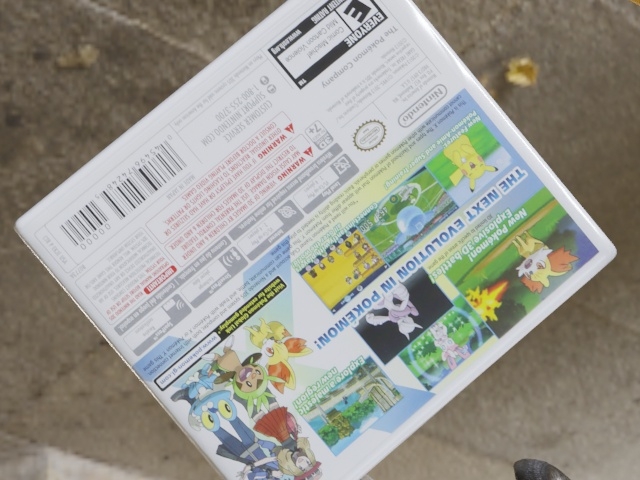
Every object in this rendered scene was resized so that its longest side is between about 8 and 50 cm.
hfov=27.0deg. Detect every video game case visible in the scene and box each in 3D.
[{"bbox_3d":[0.000,0.000,0.971,0.329,0.300,0.036,-40,-178,-6],"label":"video game case"}]

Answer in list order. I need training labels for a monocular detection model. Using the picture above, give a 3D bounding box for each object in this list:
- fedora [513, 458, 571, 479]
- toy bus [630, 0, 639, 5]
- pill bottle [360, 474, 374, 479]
[{"bbox_3d":[0.250,0.382,1.293,0.152,0.334,0.334,-39,136,10],"label":"fedora"},{"bbox_3d":[0.305,-0.278,1.172,0.108,0.333,0.130,-39,148,-31],"label":"toy bus"},{"bbox_3d":[0.024,0.302,1.369,0.120,0.067,0.067,-46,143,-12],"label":"pill bottle"}]
